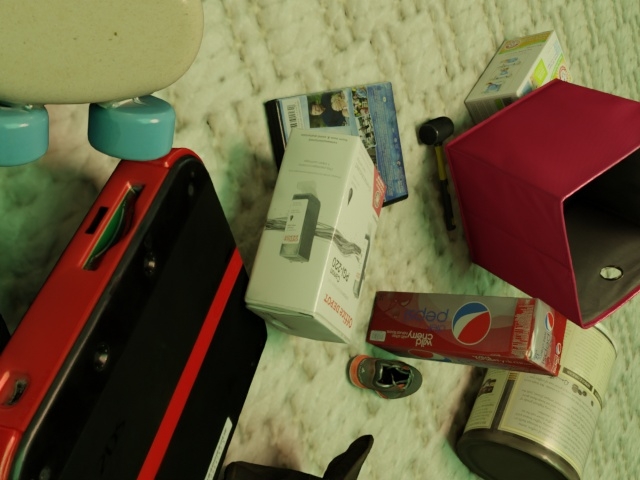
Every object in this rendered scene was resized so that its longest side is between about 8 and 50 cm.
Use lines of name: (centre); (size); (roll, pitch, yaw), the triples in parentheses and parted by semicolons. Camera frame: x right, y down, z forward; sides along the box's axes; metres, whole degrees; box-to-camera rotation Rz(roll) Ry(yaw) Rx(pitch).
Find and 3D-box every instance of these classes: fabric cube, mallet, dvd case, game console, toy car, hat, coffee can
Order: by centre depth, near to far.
toy car: (-0.234, -0.209, 0.638); (0.210, 0.238, 0.219); (-7, 120, -32)
game console: (-0.158, 0.139, 0.694); (0.342, 0.060, 0.387); (77, 24, -46)
hat: (-0.076, 0.326, 0.823); (0.133, 0.331, 0.331); (30, 58, 6)
dvd case: (0.033, -0.120, 1.049); (0.253, 0.022, 0.181); (-21, 105, -46)
fabric cube: (0.392, -0.067, 1.182); (0.254, 0.258, 0.259); (-33, 125, -16)
mallet: (0.206, -0.112, 1.232); (0.062, 0.039, 0.190); (-40, 122, -43)
coffee can: (0.373, 0.272, 1.276); (0.201, 0.201, 0.275); (52, 54, -33)

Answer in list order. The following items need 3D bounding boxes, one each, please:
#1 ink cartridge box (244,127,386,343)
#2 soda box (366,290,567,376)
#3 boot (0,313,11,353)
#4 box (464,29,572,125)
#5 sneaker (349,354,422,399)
ink cartridge box: (0.000, 0.000, 0.894); (0.158, 0.092, 0.218); (48, 55, -64)
soda box: (0.198, 0.126, 1.043); (0.092, 0.263, 0.084); (30, 69, -42)
boot: (-0.354, 0.027, 0.471); (0.367, 0.146, 0.445); (-65, 145, -71)
box: (0.361, -0.272, 1.350); (0.203, 0.103, 0.114); (-55, 126, -33)
sneaker: (0.111, 0.204, 1.093); (0.157, 0.064, 0.061); (17, 77, -46)
